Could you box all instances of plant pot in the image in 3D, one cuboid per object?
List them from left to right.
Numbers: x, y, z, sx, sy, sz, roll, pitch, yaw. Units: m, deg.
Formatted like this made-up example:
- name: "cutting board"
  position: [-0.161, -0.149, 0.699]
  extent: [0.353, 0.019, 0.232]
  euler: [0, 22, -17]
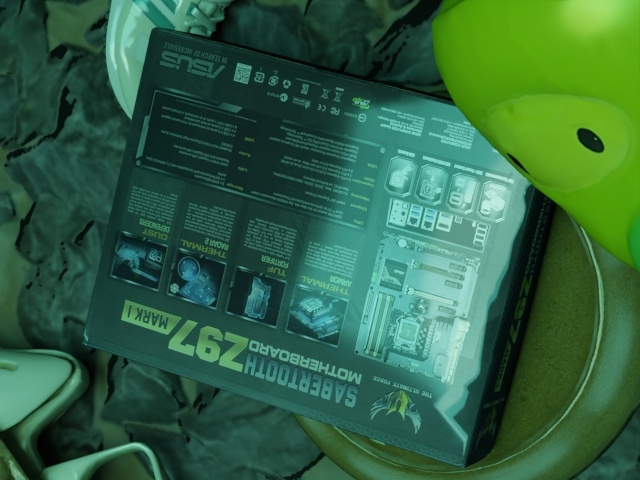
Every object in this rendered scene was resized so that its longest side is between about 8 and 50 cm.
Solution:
- name: "plant pot"
  position: [0.068, 0.035, 0.953]
  extent: [0.236, 0.032, 0.236]
  euler: [0, 91, 22]

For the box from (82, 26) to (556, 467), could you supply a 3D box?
- name: "box"
  position: [0.000, 0.000, 0.929]
  extent: [0.232, 0.059, 0.183]
  euler: [16, 97, 20]

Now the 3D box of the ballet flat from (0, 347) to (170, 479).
- name: "ballet flat"
  position: [-0.160, 0.146, 1.017]
  extent: [0.124, 0.116, 0.342]
  euler: [-40, 77, -2]

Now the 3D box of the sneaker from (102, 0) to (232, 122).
- name: "sneaker"
  position: [-0.075, -0.141, 0.991]
  extent: [0.075, 0.057, 0.161]
  euler: [8, 92, 27]

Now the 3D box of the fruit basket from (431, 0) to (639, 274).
- name: "fruit basket"
  position: [0.097, -0.161, 0.752]
  extent: [0.283, 0.392, 0.392]
  euler: [10, 98, -22]
